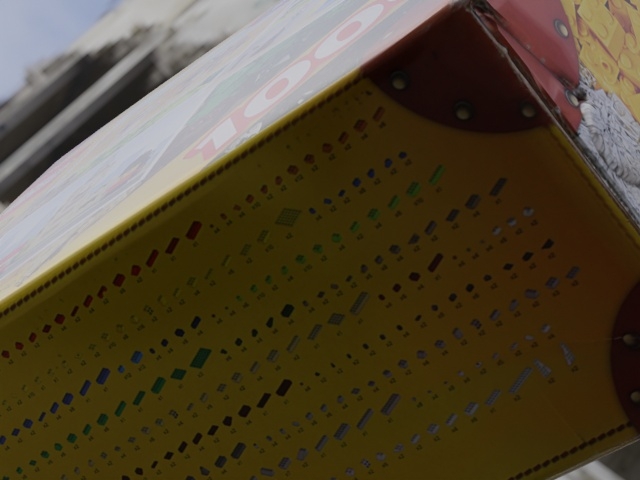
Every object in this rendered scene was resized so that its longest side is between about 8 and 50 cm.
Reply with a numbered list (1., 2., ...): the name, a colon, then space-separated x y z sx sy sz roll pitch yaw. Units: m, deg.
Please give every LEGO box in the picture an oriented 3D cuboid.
1. LEGO box: 0.000 0.000 1.004 0.500 0.372 0.193 -31 -77 34
